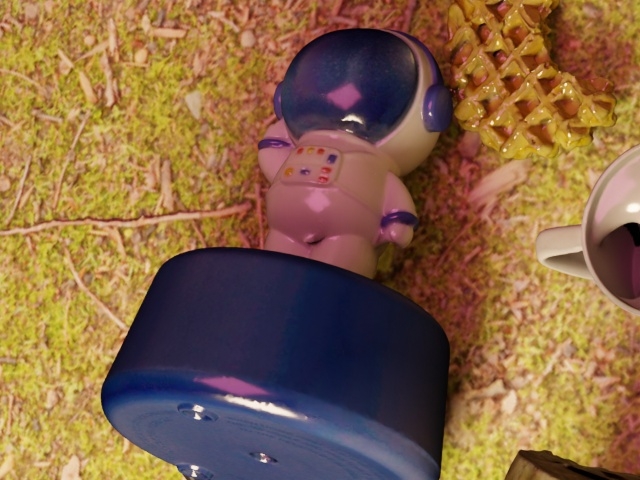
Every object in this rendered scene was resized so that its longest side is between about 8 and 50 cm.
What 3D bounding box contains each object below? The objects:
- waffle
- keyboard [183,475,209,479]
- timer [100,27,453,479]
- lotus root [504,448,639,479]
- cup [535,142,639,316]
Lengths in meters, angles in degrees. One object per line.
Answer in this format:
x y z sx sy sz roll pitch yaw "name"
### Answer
0.173 -0.158 1.609 0.149 0.051 0.194 -9 74 32 "waffle"
-0.048 0.224 1.672 0.094 0.025 0.230 -47 61 10 "keyboard"
0.000 0.000 1.587 0.270 0.270 0.384 2 66 31 "timer"
0.206 0.335 1.377 0.250 0.250 0.346 14 86 32 "lotus root"
0.265 0.013 1.464 0.173 0.142 0.134 -36 64 19 "cup"
